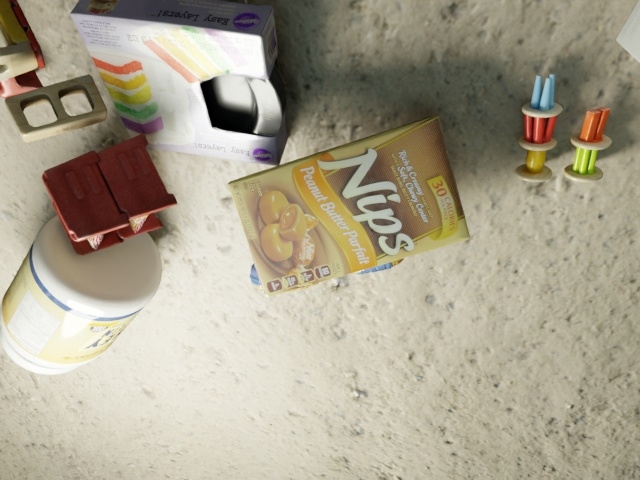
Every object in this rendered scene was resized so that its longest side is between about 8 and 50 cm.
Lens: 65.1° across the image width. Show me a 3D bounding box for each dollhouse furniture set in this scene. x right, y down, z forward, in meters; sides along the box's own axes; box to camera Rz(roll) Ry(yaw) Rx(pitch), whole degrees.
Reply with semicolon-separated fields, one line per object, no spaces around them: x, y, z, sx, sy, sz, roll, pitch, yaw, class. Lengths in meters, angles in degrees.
-0.385;-0.176;0.784;0.201;0.152;0.375;-15;100;65;dollhouse furniture set

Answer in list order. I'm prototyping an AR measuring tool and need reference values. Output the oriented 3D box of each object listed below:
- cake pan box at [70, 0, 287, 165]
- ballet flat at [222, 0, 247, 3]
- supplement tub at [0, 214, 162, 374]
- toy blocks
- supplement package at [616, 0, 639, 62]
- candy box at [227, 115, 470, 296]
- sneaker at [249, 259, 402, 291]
-0.177;-0.223;0.721;0.266;0.070;0.246;10;151;6;cake pan box
-0.154;-0.348;0.677;0.079;0.077;0.221;-36;120;8;ballet flat
-0.477;0.108;0.981;0.228;0.228;0.316;38;125;-15;supplement tub
0.345;-0.158;0.703;0.123;0.054;0.148;1;125;13;toy blocks
0.426;-0.232;0.550;0.105;0.179;0.105;18;128;0;supplement package
0.042;-0.050;0.754;0.316;0.087;0.183;-17;101;7;candy box
0.000;0.000;0.882;0.296;0.112;0.131;-16;109;15;sneaker
